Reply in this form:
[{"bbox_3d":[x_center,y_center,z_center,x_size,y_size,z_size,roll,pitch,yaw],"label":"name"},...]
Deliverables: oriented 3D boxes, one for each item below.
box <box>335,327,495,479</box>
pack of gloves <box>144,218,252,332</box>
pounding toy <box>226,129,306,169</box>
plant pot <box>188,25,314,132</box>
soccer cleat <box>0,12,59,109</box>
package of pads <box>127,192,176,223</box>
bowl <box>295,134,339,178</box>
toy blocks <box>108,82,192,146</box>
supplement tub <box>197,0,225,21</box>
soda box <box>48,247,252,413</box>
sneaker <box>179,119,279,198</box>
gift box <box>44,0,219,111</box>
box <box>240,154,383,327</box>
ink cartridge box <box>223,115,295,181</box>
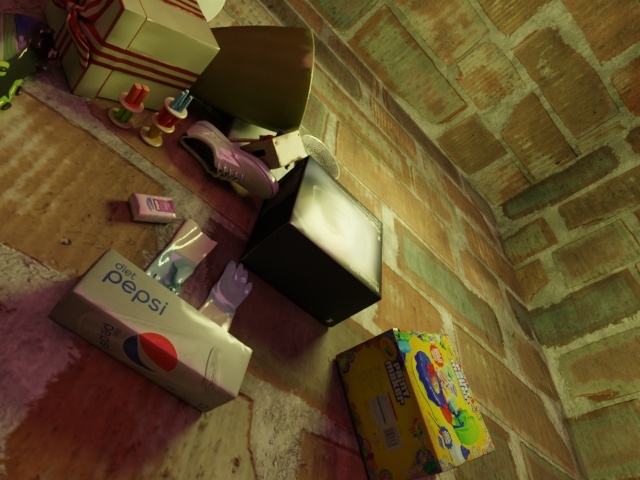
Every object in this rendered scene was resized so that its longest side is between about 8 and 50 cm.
[{"bbox_3d":[0.220,0.379,1.001,0.279,0.177,0.289,17,47,-47],"label":"box"},{"bbox_3d":[-0.218,0.075,0.820,0.195,0.046,0.232,43,33,-18],"label":"pack of gloves"},{"bbox_3d":[-0.139,-0.231,1.070,0.130,0.141,0.100,-36,117,-49],"label":"pounding toy"},{"bbox_3d":[-0.195,-0.423,1.087,0.294,0.274,0.274,6,51,-17],"label":"plant pot"},{"bbox_3d":[-0.553,-0.289,0.698,0.121,0.093,0.289,15,45,-5],"label":"soccer cleat"},{"bbox_3d":[-0.322,-0.060,0.820,0.083,0.032,0.050,4,60,-52],"label":"package of pads"},{"bbox_3d":[-0.026,-0.243,1.356,0.170,0.080,0.170,35,36,-30],"label":"bowl"},{"bbox_3d":[-0.346,-0.276,0.882,0.123,0.148,0.054,31,38,-35],"label":"toy blocks"},{"bbox_3d":[-0.422,-0.795,1.194,0.236,0.235,0.324,-12,70,-57],"label":"supplement tub"},{"bbox_3d":[-0.249,0.147,0.663,0.286,0.091,0.098,43,33,-20],"label":"soda box"},{"bbox_3d":[-0.220,-0.175,1.018,0.258,0.094,0.091,37,45,-3],"label":"sneaker"},{"bbox_3d":[-0.396,-0.459,0.880,0.258,0.276,0.255,-5,60,-54],"label":"gift box"},{"bbox_3d":[0.000,0.000,1.062,0.296,0.183,0.293,40,35,-23],"label":"box"},{"bbox_3d":[-0.169,-0.254,1.202,0.224,0.045,0.223,35,37,-29],"label":"ink cartridge box"}]
